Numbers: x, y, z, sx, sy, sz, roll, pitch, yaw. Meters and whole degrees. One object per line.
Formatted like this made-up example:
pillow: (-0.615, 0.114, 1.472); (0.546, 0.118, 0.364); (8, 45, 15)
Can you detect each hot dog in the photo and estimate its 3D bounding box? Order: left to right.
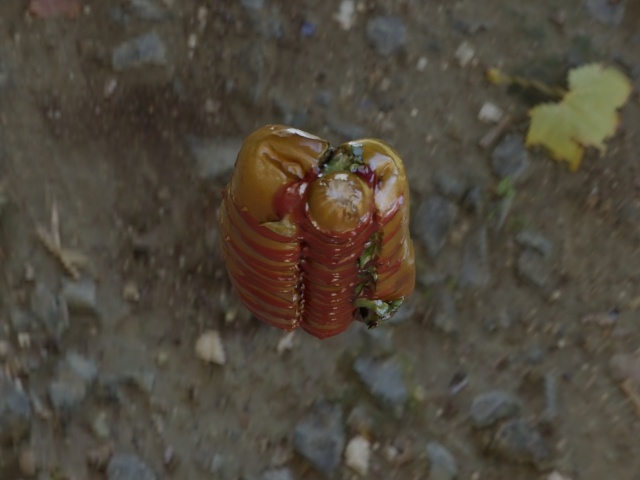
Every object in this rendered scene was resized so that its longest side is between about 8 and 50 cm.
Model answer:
hot dog: (0.000, 0.002, 0.535); (0.062, 0.144, 0.038); (7, 75, 0)
